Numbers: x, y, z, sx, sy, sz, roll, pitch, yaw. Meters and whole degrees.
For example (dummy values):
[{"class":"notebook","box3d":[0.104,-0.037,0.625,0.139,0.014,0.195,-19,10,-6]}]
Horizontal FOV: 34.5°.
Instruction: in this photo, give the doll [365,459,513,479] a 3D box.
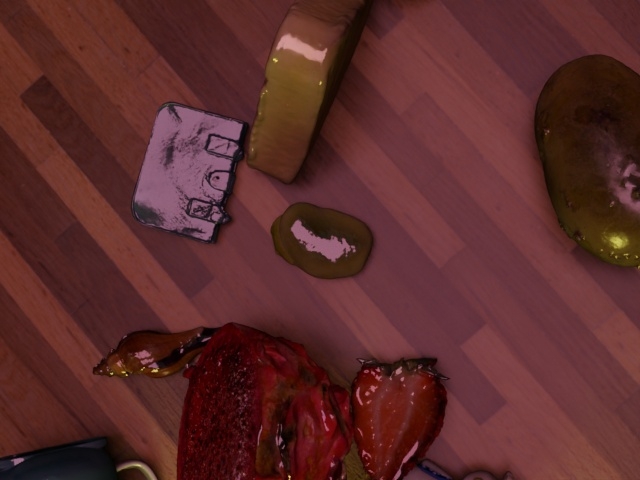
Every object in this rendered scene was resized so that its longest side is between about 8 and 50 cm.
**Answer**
[{"class":"doll","box3d":[0.217,0.431,1.722,0.293,0.138,0.119,8,125,9]}]

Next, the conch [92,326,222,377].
[{"class":"conch","box3d":[-0.288,0.200,1.817,0.232,0.080,0.086,-3,95,6]}]

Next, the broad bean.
[{"class":"broad bean","box3d":[0.000,0.000,1.787,0.174,0.082,0.124,25,89,9]}]

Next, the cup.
[{"class":"cup","box3d":[-0.411,0.477,1.767,0.289,0.219,0.258,-9,85,-23]}]

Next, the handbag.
[{"class":"handbag","box3d":[-0.228,-0.121,1.832,0.179,0.062,0.229,17,90,8]}]

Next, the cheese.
[{"class":"cheese","box3d":[-0.029,-0.254,1.722,0.104,0.384,0.384,23,90,0]}]

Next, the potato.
[{"class":"potato","box3d":[0.476,-0.124,1.670,0.269,0.219,0.359,-35,77,-5]}]

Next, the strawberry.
[{"class":"strawberry","box3d":[0.140,0.309,1.723,0.174,0.098,0.228,-8,63,8]}]

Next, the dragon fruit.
[{"class":"dragon fruit","box3d":[-0.086,0.330,1.677,0.249,0.371,0.386,11,119,-24]}]
